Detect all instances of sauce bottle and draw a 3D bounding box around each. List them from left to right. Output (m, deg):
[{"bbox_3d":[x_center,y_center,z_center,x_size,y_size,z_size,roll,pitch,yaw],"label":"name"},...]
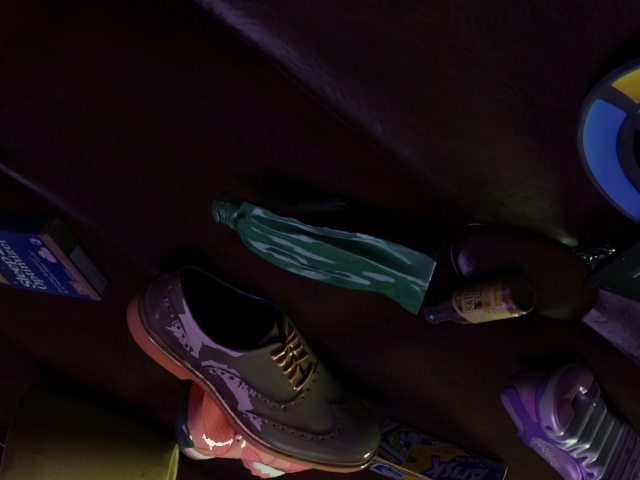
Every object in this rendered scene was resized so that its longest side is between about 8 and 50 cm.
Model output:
[{"bbox_3d":[0.155,0.063,1.155,0.042,0.042,0.128,41,145,-25],"label":"sauce bottle"}]

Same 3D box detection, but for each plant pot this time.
[{"bbox_3d":[-0.367,0.373,1.890,0.254,0.237,0.237,9,149,0],"label":"plant pot"}]

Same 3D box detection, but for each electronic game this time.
[{"bbox_3d":[0.299,-0.061,0.845,0.229,0.048,0.229,19,149,12],"label":"electronic game"}]

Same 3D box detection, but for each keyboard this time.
[{"bbox_3d":[0.270,0.018,0.974,0.108,0.023,0.180,18,165,1],"label":"keyboard"}]

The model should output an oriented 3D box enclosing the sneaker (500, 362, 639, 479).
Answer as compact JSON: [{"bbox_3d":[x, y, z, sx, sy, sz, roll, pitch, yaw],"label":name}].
[{"bbox_3d":[0.271,0.216,1.267,0.104,0.095,0.236,3,139,45],"label":"sneaker"}]

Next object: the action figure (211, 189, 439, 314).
[{"bbox_3d":[0.000,0.000,1.155,0.232,0.064,0.137,19,151,4],"label":"action figure"}]

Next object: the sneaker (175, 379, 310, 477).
[{"bbox_3d":[-0.074,0.238,1.521,0.136,0.116,0.314,-7,159,26],"label":"sneaker"}]

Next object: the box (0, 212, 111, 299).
[{"bbox_3d":[-0.396,0.015,1.513,0.225,0.037,0.136,7,145,32],"label":"box"}]

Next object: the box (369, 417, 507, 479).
[{"bbox_3d":[0.152,0.295,1.502,0.168,0.059,0.054,20,152,11],"label":"box"}]

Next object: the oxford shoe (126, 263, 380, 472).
[{"bbox_3d":[-0.060,0.159,1.392,0.363,0.130,0.132,35,143,-15],"label":"oxford shoe"}]
